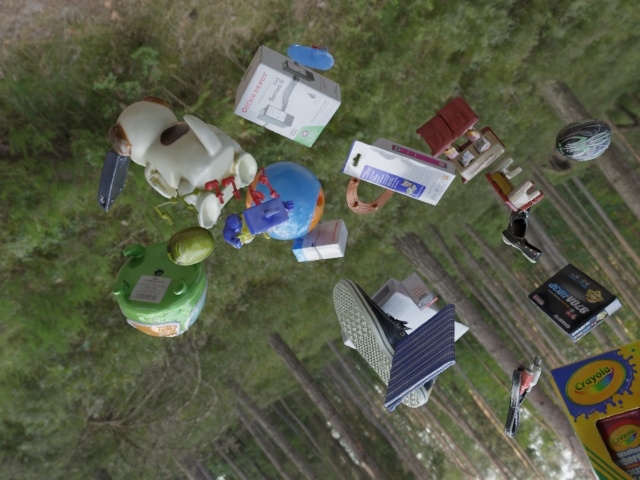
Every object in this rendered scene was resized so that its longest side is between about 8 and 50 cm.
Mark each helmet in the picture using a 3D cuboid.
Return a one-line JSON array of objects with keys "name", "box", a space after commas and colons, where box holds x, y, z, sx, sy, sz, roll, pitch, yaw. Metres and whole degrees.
[{"name": "helmet", "box": [0.978, -0.373, 1.915, 0.169, 0.169, 0.161, -36, -166, -5]}]

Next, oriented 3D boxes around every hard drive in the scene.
[{"name": "hard drive", "box": [-0.738, -0.247, 1.858, 0.172, 0.054, 0.254, -83, -162, -53]}]

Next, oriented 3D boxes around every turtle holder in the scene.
[{"name": "turtle holder", "box": [-0.442, 0.124, 1.458, 0.243, 0.320, 0.227, -15, 135, -14]}]

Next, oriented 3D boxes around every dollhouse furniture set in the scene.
[{"name": "dollhouse furniture set", "box": [0.431, -0.190, 1.372, 0.152, 0.374, 0.201, -41, 137, 23]}]

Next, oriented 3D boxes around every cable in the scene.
[{"name": "cable", "box": [0.632, 0.502, 1.626, 0.072, 0.287, 0.139, 13, -170, 35]}]

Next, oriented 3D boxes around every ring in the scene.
[{"name": "ring", "box": [0.265, -0.271, 2.487, 0.337, 0.032, 0.336, -24, 136, -26]}]

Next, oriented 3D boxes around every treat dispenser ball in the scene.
[{"name": "treat dispenser ball", "box": [-0.128, -0.146, 1.902, 0.288, 0.288, 0.288, -36, 180, 0]}]

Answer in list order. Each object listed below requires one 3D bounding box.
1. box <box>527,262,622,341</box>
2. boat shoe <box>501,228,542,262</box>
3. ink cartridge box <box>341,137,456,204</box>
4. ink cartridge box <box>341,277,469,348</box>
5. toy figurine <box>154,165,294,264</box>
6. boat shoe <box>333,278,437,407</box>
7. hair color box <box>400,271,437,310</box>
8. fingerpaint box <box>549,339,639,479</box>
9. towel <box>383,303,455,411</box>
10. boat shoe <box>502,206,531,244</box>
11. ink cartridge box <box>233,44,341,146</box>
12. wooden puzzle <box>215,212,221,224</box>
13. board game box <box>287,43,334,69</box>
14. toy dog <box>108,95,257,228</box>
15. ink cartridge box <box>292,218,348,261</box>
[{"name": "box", "box": [0.775, 0.186, 1.590, 0.175, 0.051, 0.220, -40, -154, 8]}, {"name": "boat shoe", "box": [0.602, 0.008, 1.546, 0.049, 0.133, 0.042, -14, 141, -51]}, {"name": "ink cartridge box", "box": [0.275, -0.253, 1.830, 0.175, 0.371, 0.069, 113, -6, -55]}, {"name": "ink cartridge box", "box": [0.321, 0.335, 1.969, 0.308, 0.385, 0.091, -50, -151, 25]}, {"name": "toy figurine", "box": [-0.194, -0.073, 1.284, 0.363, 0.191, 0.217, -23, -169, -35]}, {"name": "boat shoe", "box": [0.223, 0.333, 1.784, 0.156, 0.500, 0.187, -36, 177, -34]}, {"name": "hair color box", "box": [0.332, 0.171, 1.755, 0.072, 0.043, 0.141, -38, -152, 7]}, {"name": "fingerpaint box", "box": [0.742, 0.362, 1.002, 0.445, 0.371, 0.163, -23, 153, 15]}, {"name": "towel", "box": [0.292, 0.320, 1.462, 0.243, 0.040, 0.336, -44, -177, 23]}, {"name": "boat shoe", "box": [0.788, -0.096, 2.026, 0.079, 0.084, 0.233, 155, -47, -86]}, {"name": "ink cartridge box", "box": [-0.111, -0.462, 1.681, 0.211, 0.289, 0.121, -50, -150, 39]}, {"name": "wooden puzzle", "box": [-0.362, -0.080, 1.735, 0.083, 0.049, 0.006, 10, 176, 35]}, {"name": "board game box", "box": [-0.031, -0.659, 1.826, 0.133, 0.169, 0.033, 92, 12, -80]}, {"name": "toy dog", "box": [-0.468, -0.279, 1.637, 0.284, 0.408, 0.395, -56, 164, -13]}, {"name": "ink cartridge box", "box": [0.000, 0.000, 2.011, 0.191, 0.082, 0.139, -7, -137, 20]}]
